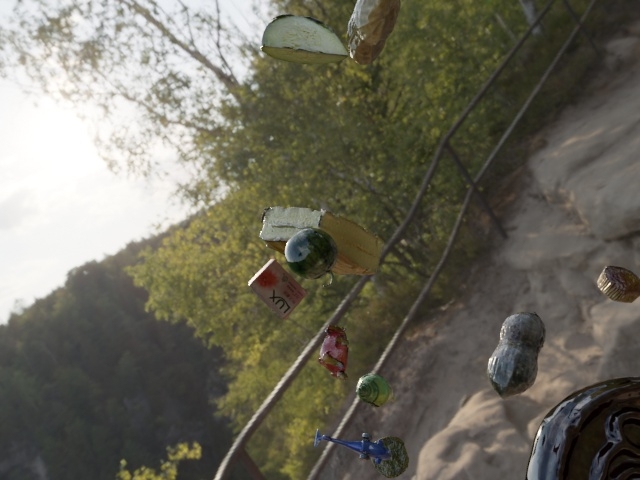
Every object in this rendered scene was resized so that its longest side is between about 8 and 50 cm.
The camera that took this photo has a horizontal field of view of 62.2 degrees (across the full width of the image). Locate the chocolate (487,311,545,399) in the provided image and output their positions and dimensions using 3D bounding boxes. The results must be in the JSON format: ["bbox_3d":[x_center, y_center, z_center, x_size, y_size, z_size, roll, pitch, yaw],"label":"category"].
[{"bbox_3d":[0.461,0.261,1.240,0.110,0.110,0.248,-32,16,45],"label":"chocolate"}]

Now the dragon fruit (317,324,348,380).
[{"bbox_3d":[0.027,0.265,1.259,0.067,0.127,0.112,5,-13,-8],"label":"dragon fruit"}]

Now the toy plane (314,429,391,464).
[{"bbox_3d":[0.072,0.437,1.123,0.062,0.167,0.054,115,170,-53],"label":"toy plane"}]

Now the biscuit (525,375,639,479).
[{"bbox_3d":[0.500,0.403,0.775,0.407,0.407,0.091,-36,-9,-20],"label":"biscuit"}]

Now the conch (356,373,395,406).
[{"bbox_3d":[0.142,0.392,1.392,0.080,0.094,0.201,-56,-23,-11],"label":"conch"}]

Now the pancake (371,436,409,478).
[{"bbox_3d":[0.184,0.577,1.414,0.108,0.108,0.017,-35,-15,-9],"label":"pancake"}]

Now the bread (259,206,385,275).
[{"bbox_3d":[0.000,0.000,1.328,0.239,0.246,0.111,0,68,49],"label":"bread"}]

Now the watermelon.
[{"bbox_3d":[-0.012,0.026,0.993,0.109,0.109,0.109,-35,3,2],"label":"watermelon"}]

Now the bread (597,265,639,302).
[{"bbox_3d":[0.615,0.085,1.084,0.085,0.085,0.053,-38,-25,-47],"label":"bread"}]

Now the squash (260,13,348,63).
[{"bbox_3d":[-0.057,-0.565,1.443,0.236,0.155,0.204,3,6,-19],"label":"squash"}]

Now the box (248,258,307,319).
[{"bbox_3d":[-0.127,0.144,1.572,0.111,0.156,0.060,-46,2,-12],"label":"box"}]

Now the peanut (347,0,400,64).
[{"bbox_3d":[0.133,-0.554,1.333,0.233,0.110,0.197,129,162,-71],"label":"peanut"}]
